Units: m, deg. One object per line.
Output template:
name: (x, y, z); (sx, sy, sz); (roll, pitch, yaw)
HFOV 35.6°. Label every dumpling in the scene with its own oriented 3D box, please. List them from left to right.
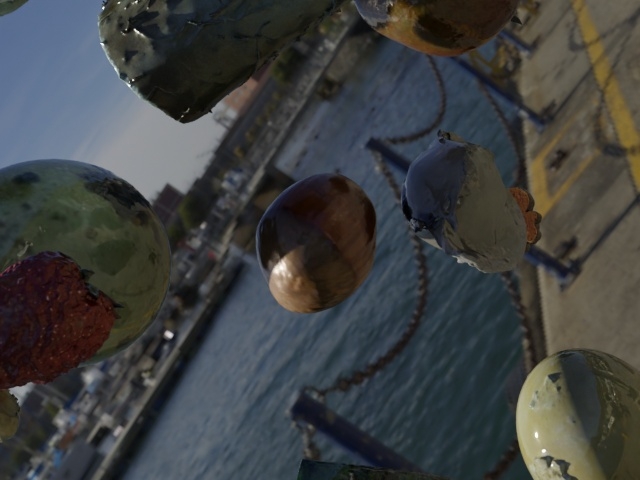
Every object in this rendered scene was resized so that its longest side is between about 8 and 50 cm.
dumpling: (0.222, -0.049, 1.600); (0.163, 0.204, 0.293); (-19, 39, 21)

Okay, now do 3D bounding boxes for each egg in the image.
egg: (-0.435, 0.035, 1.620); (0.345, 0.345, 0.428); (-54, -28, 10)
egg: (0.282, 0.198, 1.002); (0.164, 0.201, 0.164); (-33, 18, 12)

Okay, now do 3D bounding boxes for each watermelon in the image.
watermelon: (0.084, 0.489, 1.726); (0.292, 0.250, 0.283); (-25, -48, -71)

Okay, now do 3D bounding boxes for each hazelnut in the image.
hazelnut: (0.000, 0.000, 1.475); (0.214, 0.176, 0.214); (-52, -14, -19)

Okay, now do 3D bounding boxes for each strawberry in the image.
strawberry: (-0.286, 0.083, 1.013); (0.131, 0.131, 0.148); (-50, 0, 39)

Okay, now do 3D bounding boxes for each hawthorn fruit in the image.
hawthorn fruit: (0.212, -0.428, 1.636); (0.268, 0.301, 0.267); (-39, 37, 37)

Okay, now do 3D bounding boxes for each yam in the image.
yam: (-0.108, -0.327, 1.296); (0.348, 0.241, 0.241); (-37, 12, 14)

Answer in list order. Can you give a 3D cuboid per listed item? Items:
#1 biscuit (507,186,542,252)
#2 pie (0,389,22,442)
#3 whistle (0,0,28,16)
biscuit: (0.411, -0.039, 2.106); (0.124, 0.026, 0.175); (-46, 37, 22)
pie: (-0.552, 0.168, 1.360); (0.075, 0.337, 0.337); (-57, 7, -6)
whistle: (-0.545, -0.508, 1.533); (0.168, 0.188, 0.404); (86, 168, -54)
